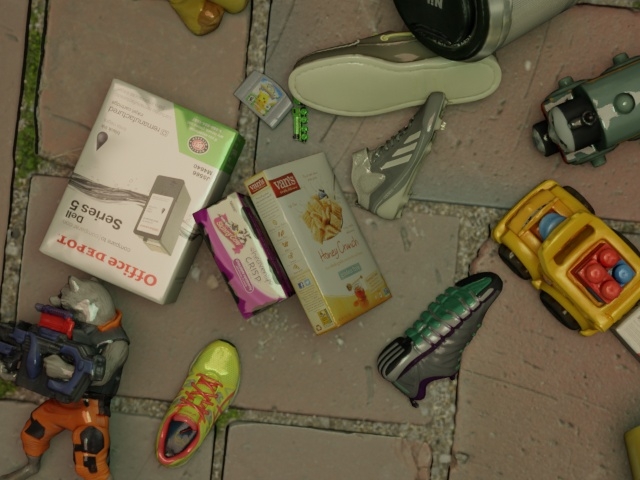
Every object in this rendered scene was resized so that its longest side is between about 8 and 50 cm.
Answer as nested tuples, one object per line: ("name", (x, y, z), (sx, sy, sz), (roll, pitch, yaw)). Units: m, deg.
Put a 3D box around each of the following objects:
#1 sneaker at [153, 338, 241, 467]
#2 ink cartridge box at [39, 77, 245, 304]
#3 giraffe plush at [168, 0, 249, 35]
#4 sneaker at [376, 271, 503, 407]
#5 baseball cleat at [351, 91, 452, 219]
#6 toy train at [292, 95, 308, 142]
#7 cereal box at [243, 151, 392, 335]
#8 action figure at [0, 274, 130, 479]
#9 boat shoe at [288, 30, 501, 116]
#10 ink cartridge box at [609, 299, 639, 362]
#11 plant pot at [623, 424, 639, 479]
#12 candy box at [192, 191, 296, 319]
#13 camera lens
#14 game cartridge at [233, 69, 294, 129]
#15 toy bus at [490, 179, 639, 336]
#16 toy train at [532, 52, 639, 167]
("sneaker", (-0.177, 0.242, 1.719), (0.081, 0.094, 0.209), (25, 88, 3))
("ink cartridge box", (-0.254, -0.066, 1.715), (0.198, 0.115, 0.273), (23, 89, 1))
("giraffe plush", (-0.198, -0.409, 1.694), (0.210, 0.170, 0.181), (21, 89, 1))
("sneaker", (0.190, 0.143, 1.736), (0.223, 0.083, 0.098), (-40, 112, 2))
("baseball cleat", (0.107, -0.131, 1.712), (0.109, 0.072, 0.206), (23, 106, 3))
("toy train", (-0.030, -0.186, 1.764), (0.023, 0.017, 0.083), (-1, 89, 11))
("cereal box", (0.000, 0.000, 1.685), (0.047, 0.173, 0.240), (-26, 89, 32))
("action figure", (-0.369, 0.203, 1.696), (0.341, 0.178, 0.330), (21, 104, 44))
("boat shoe", (0.105, -0.252, 1.723), (0.304, 0.109, 0.091), (-3, 48, 1))
("ink cartridge box", (0.505, 0.119, 1.728), (0.135, 0.056, 0.099), (-42, 89, 0))
("plant pot", (0.543, 0.351, 1.643), (0.254, 0.254, 0.239), (-21, 72, 0))
("candy box", (-0.098, 0.020, 1.652), (0.071, 0.233, 0.159), (-26, 89, 2))
("camera lens", (0.244, -0.387, 1.626), (0.274, 0.219, 0.219), (-32, 88, -25))
("game cartridge", (-0.082, -0.212, 1.759), (0.083, 0.017, 0.056), (41, 92, 9))
("toy bus", (0.359, 0.023, 1.657), (0.149, 0.211, 0.220), (-44, 87, 1))
("toy train", (0.461, -0.207, 1.669), (0.333, 0.190, 0.142), (-22, 88, 0))
